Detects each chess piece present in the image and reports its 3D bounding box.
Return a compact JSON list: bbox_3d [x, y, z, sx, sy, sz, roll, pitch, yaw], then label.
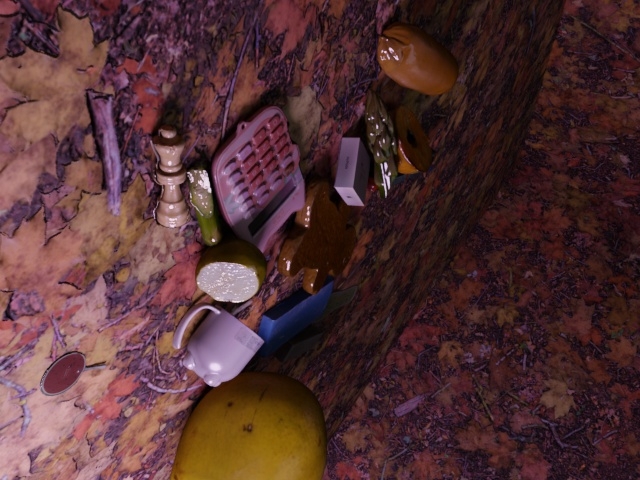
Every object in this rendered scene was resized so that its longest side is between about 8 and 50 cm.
[{"bbox_3d":[-0.233,-0.101,0.887,0.060,0.060,0.171,-39,148,-41],"label":"chess piece"}]

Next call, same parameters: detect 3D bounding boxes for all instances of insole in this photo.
[{"bbox_3d":[0.049,0.212,1.944,0.322,0.007,0.109,-14,131,-60],"label":"insole"}]

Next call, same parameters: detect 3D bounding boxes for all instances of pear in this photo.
[{"bbox_3d":[-0.174,0.049,1.123,0.104,0.141,0.141,-96,-168,-47],"label":"pear"},{"bbox_3d":[-0.161,0.512,1.410,0.418,0.363,0.362,-39,150,-52],"label":"pear"}]

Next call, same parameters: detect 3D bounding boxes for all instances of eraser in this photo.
[{"bbox_3d":[-0.068,0.210,1.642,0.312,0.043,0.144,-29,143,-51],"label":"eraser"}]

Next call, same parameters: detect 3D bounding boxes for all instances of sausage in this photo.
[{"bbox_3d":[0.239,-0.437,1.402,0.354,0.116,0.134,-8,135,-58],"label":"sausage"}]

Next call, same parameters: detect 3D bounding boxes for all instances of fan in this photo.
[{"bbox_3d":[-0.413,0.222,0.968,0.133,0.005,0.085,3,114,-64],"label":"fan"}]

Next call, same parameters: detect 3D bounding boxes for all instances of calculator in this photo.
[{"bbox_3d":[-0.118,-0.119,1.125,0.220,0.048,0.329,-49,153,-22],"label":"calculator"}]

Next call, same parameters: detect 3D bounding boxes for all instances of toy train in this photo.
[{"bbox_3d":[0.220,-0.220,1.660,0.409,0.086,0.089,-24,138,-55],"label":"toy train"}]

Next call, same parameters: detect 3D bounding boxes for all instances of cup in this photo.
[{"bbox_3d":[-0.220,0.225,1.217,0.142,0.134,0.173,-51,158,-15],"label":"cup"}]

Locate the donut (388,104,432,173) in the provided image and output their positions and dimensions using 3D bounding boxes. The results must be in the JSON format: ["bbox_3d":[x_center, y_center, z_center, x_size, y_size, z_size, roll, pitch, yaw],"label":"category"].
[{"bbox_3d":[0.222,-0.262,1.530,0.190,0.075,0.174,49,44,-29],"label":"donut"}]

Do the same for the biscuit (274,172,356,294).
[{"bbox_3d":[-0.001,-0.001,1.489,0.282,0.064,0.432,-70,160,-1],"label":"biscuit"}]

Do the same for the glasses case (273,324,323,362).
[{"bbox_3d":[-0.066,0.316,1.774,0.070,0.047,0.205,-62,159,16],"label":"glasses case"}]

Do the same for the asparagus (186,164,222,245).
[{"bbox_3d":[-0.204,-0.059,1.017,0.045,0.041,0.178,-55,158,-32],"label":"asparagus"}]

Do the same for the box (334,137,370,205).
[{"bbox_3d":[0.080,-0.167,1.411,0.129,0.051,0.129,44,51,-68],"label":"box"}]

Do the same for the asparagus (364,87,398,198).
[{"bbox_3d":[0.155,-0.242,1.430,0.080,0.080,0.287,-41,125,-39],"label":"asparagus"}]
